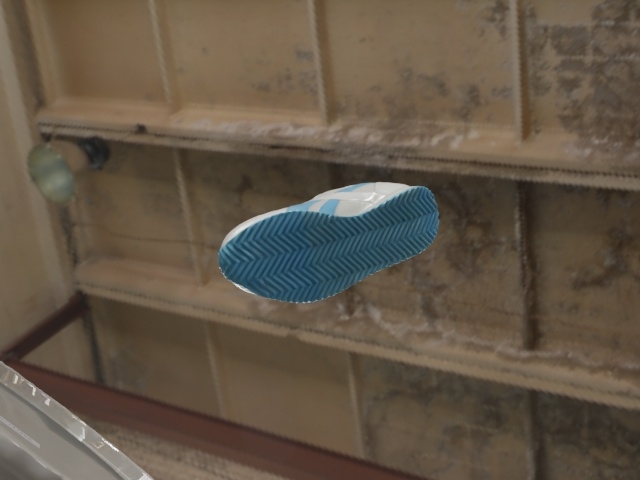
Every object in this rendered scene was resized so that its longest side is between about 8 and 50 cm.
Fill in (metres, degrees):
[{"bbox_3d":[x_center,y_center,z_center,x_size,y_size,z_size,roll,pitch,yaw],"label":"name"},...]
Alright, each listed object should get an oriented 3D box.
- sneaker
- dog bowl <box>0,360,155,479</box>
[{"bbox_3d":[0.000,0.000,0.960,0.092,0.229,0.087,8,-72,54],"label":"sneaker"},{"bbox_3d":[-0.250,0.174,0.794,0.349,0.102,0.349,35,-10,7],"label":"dog bowl"}]
